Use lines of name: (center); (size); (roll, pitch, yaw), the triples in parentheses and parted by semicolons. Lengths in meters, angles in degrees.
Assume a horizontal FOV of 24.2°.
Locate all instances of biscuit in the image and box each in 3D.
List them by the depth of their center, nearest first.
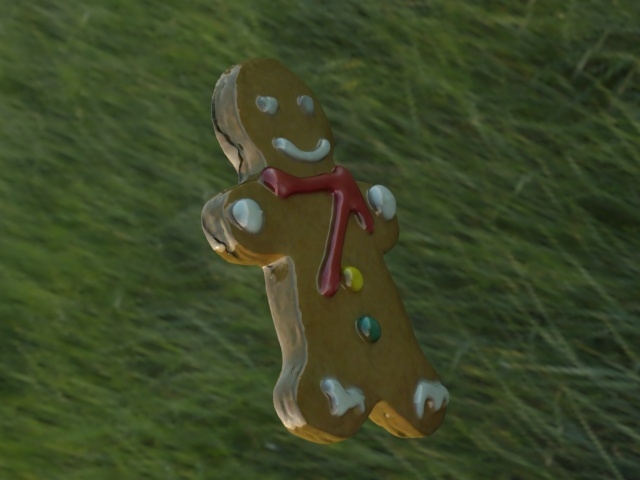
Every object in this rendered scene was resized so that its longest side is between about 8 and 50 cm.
biscuit: (0.000, 0.000, 1.215); (0.047, 0.216, 0.339); (-28, 70, 37)
